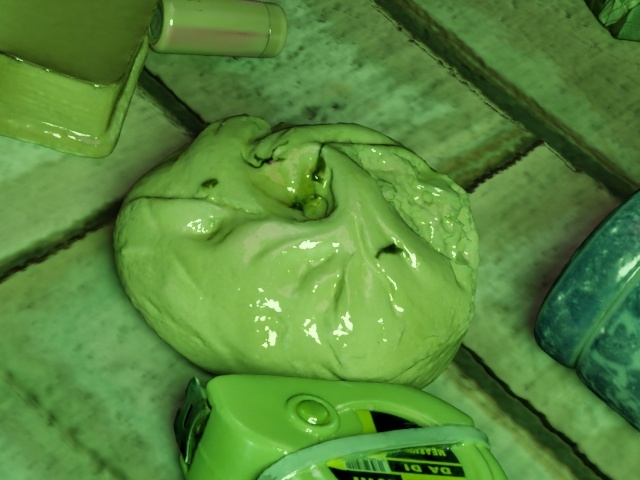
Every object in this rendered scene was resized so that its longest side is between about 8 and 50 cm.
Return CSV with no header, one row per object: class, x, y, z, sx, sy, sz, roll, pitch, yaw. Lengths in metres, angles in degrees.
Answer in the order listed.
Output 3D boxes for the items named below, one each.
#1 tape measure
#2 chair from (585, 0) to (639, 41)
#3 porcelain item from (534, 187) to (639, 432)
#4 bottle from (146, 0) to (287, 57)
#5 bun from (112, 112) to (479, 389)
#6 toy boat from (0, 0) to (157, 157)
tape measure,0.027,0.140,0.852,0.177,0.087,0.154,3,35,-25
chair,0.244,-0.260,1.325,0.270,0.136,0.147,3,45,-25
porcelain item,0.215,0.038,1.003,0.114,0.147,0.147,40,44,19
bottle,-0.073,-0.153,1.133,0.096,0.045,0.045,0,47,-26
bun,0.000,0.000,0.961,0.237,0.116,0.210,-14,54,-33
toy boat,-0.169,-0.145,1.066,0.116,0.061,0.188,17,42,-9
